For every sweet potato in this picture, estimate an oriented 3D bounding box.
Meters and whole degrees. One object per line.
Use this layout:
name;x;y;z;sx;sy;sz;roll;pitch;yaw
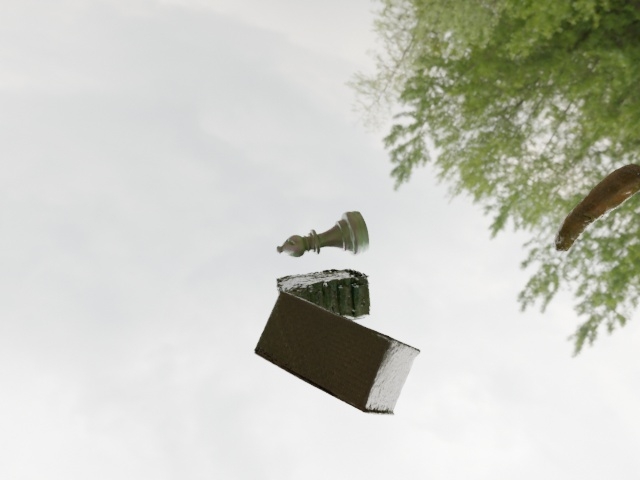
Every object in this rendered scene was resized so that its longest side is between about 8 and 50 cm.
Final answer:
sweet potato;0.645;-0.080;1.299;0.075;0.273;0.075;45;-174;-6

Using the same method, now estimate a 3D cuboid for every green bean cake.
green bean cake;0.003;0.160;1.608;0.255;0.132;0.241;-8;-171;-16

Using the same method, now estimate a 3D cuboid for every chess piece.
chess piece;0.000;0.000;1.657;0.272;0.139;0.139;-12;-140;-12

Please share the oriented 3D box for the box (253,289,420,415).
box;0.032;0.220;1.098;0.273;0.143;0.184;20;174;32
